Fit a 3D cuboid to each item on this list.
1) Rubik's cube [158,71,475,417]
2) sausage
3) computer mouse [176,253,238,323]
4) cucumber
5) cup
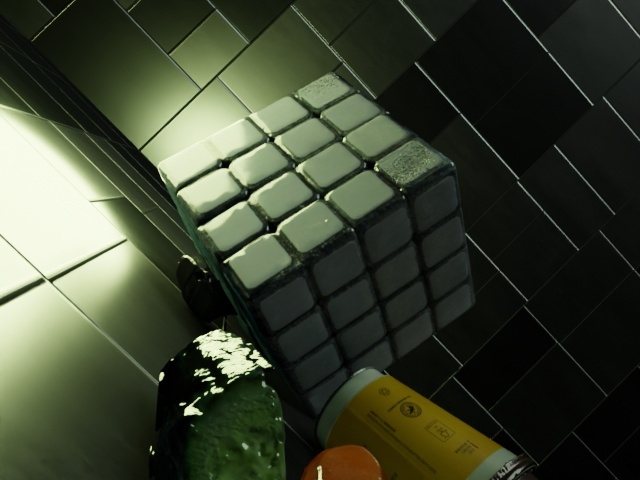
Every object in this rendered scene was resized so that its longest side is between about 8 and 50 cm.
[{"bbox_3d":[0.000,0.000,1.077,0.337,0.343,0.345,47,-15,42],"label":"Rubik's cube"},{"bbox_3d":[0.019,0.228,0.563,0.089,0.089,0.179,46,5,-7],"label":"sausage"},{"bbox_3d":[-0.165,0.069,0.949,0.099,0.057,0.172,58,-9,11],"label":"computer mouse"},{"bbox_3d":[-0.076,0.132,0.473,0.193,0.085,0.116,-143,-127,-70],"label":"cucumber"},{"bbox_3d":[0.132,0.296,0.878,0.279,0.196,0.196,34,-8,33],"label":"cup"}]
